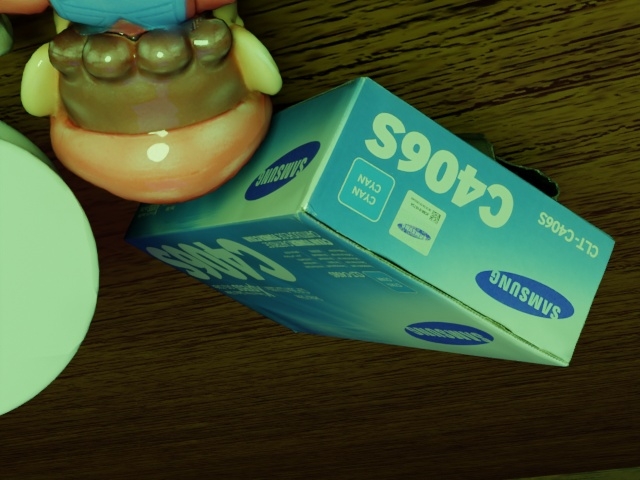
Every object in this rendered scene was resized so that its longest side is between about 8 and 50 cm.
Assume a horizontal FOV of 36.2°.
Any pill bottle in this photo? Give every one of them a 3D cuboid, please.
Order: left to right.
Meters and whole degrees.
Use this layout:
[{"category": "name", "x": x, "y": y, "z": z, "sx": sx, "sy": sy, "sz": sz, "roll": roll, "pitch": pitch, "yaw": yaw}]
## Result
[{"category": "pill bottle", "x": -0.228, "y": 0.002, "z": 0.558, "sx": 0.161, "sy": 0.161, "sz": 0.283, "roll": 12, "pitch": 180, "yaw": -29}]

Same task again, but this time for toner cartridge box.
[{"category": "toner cartridge box", "x": 0.000, "y": 0.000, "z": 0.614, "sx": 0.165, "sy": 0.075, "sz": 0.348, "roll": 29, "pitch": 167, "yaw": -20}]

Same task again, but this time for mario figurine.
[{"category": "mario figurine", "x": -0.095, "y": -0.156, "z": 0.446, "sx": 0.198, "sy": 0.170, "sz": 0.321, "roll": 29, "pitch": 151, "yaw": 19}]

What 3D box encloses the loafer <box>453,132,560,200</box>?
[{"category": "loafer", "x": 0.089, "y": -0.054, "z": 0.707, "sx": 0.220, "sy": 0.080, "sz": 0.078, "roll": 14, "pitch": 140, "yaw": -38}]
